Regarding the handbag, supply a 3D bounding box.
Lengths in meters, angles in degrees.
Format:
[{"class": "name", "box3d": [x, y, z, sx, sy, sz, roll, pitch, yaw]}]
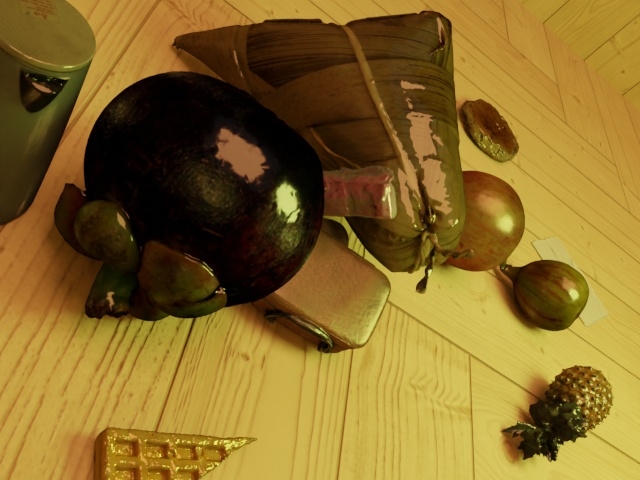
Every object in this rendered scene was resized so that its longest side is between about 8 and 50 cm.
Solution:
[{"class": "handbag", "box3d": [-0.005, 0.069, 1.001, 0.193, 0.072, 0.151, 37, 59, -19]}]

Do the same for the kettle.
[{"class": "kettle", "box3d": [-0.344, -0.168, 0.756, 0.160, 0.243, 0.210, 9, 50, -41]}]

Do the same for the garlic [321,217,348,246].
[{"class": "garlic", "box3d": [0.004, 0.001, 1.101, 0.094, 0.074, 0.113, 55, 20, 26]}]

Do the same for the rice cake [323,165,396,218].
[{"class": "rice cake", "box3d": [-0.028, -0.079, 0.999, 0.051, 0.290, 0.081, 5, 94, -62]}]

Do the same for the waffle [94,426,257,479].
[{"class": "waffle", "box3d": [-0.144, 0.261, 0.747, 0.191, 0.032, 0.125, 17, 45, -33]}]

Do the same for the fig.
[{"class": "fig", "box3d": [0.441, 0.099, 1.423, 0.186, 0.148, 0.142, 15, 49, 18]}]

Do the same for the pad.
[{"class": "pad", "box3d": [0.592, 0.091, 1.675, 0.156, 0.004, 0.232, -10, 65, -49]}]

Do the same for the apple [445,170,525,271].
[{"class": "apple", "box3d": [0.278, -0.039, 1.319, 0.174, 0.188, 0.188, 27, 41, -17]}]

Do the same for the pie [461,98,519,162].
[{"class": "pie", "box3d": [0.431, -0.286, 1.818, 0.195, 0.046, 0.195, 26, 43, -26]}]

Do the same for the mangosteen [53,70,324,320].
[{"class": "mangosteen", "box3d": [-0.142, -0.038, 0.837, 0.300, 0.300, 0.300, 27, 41, -27]}]

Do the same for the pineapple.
[{"class": "pineapple", "box3d": [0.421, 0.304, 1.223, 0.251, 0.125, 0.125, -20, 72, -46]}]

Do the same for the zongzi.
[{"class": "zongzi", "box3d": [-0.013, -0.123, 1.111, 0.467, 0.218, 0.499, -2, 64, 4]}]
